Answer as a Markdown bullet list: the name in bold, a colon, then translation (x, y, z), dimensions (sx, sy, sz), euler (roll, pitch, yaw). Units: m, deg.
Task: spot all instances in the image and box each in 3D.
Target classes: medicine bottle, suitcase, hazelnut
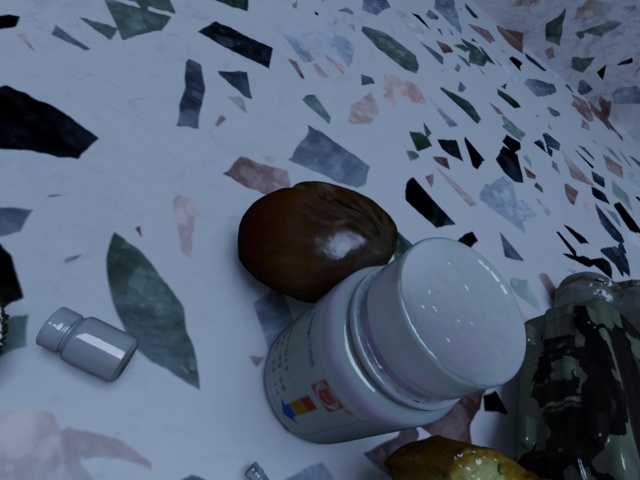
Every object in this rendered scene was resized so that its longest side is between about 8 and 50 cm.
- **medicine bottle**: translation (0.060, 0.125, 0.449), dimensions (0.170, 0.293, 0.170), euler (14, 56, -22)
- **suitcase**: translation (0.463, 0.310, 0.633), dimensions (0.339, 0.194, 0.351), euler (42, 45, -9)
- **hazelnut**: translation (-0.001, -0.003, 0.570), dimensions (0.212, 0.181, 0.181), euler (-24, 76, -38)
- **medicine bottle**: translation (-0.250, 0.112, 0.435), dimensions (0.089, 0.052, 0.052), euler (30, 50, -10)

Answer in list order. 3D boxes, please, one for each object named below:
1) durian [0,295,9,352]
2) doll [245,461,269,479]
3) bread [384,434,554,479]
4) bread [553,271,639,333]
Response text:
- **durian**: translation (-0.370, 0.080, 0.374), dimensions (0.140, 0.071, 0.110), euler (44, 52, -16)
- **doll**: translation (-0.015, 0.351, 0.416), dimensions (0.227, 0.057, 0.114), euler (37, 42, 8)
- **bread**: translation (0.175, 0.347, 0.442), dimensions (0.340, 0.179, 0.194), euler (37, 53, -24)
- **bread**: translation (0.675, 0.184, 0.848), dimensions (0.337, 0.183, 0.102), euler (43, 41, 0)
